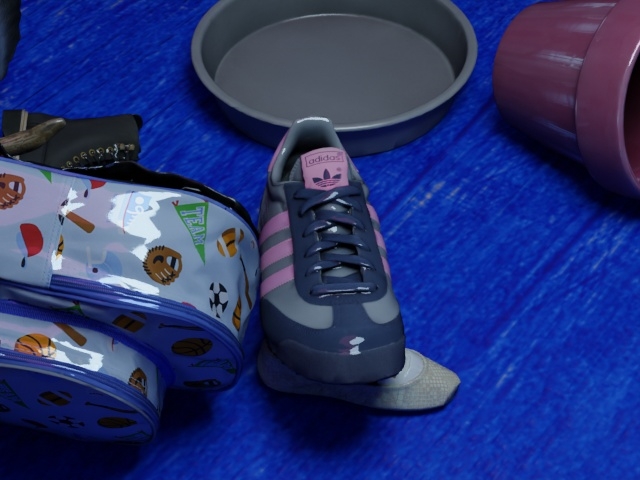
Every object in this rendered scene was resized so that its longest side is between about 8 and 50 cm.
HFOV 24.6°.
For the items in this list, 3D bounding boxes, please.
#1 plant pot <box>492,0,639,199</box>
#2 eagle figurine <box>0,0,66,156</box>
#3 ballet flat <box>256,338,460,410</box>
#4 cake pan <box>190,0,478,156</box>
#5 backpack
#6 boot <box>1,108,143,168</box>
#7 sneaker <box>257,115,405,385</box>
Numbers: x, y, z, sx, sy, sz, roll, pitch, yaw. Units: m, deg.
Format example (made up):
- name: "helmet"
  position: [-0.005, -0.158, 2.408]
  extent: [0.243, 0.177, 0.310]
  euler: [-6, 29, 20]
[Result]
- name: "plant pot"
  position: [0.270, -0.149, 1.386]
  extent: [0.201, 0.201, 0.180]
  euler: [-34, 36, -32]
- name: "eagle figurine"
  position: [-0.364, -0.118, 1.299]
  extent: [0.226, 0.225, 0.298]
  euler: [4, 31, -22]
- name: "ballet flat"
  position: [0.031, 0.104, 1.194]
  extent: [0.168, 0.052, 0.057]
  euler: [3, 42, 4]
- name: "cake pan"
  position: [0.014, -0.184, 1.515]
  extent: [0.293, 0.054, 0.293]
  euler: [0, 42, 0]
- name: "backpack"
  position: [-0.179, 0.040, 1.121]
  extent: [0.263, 0.276, 0.213]
  euler: [1, 74, 5]
- name: "boot"
  position: [-0.226, -0.064, 1.374]
  extent: [0.137, 0.077, 0.198]
  euler: [-3, 43, -11]
- name: "sneaker"
  position: [0.000, 0.000, 1.197]
  extent: [0.112, 0.131, 0.319]
  euler: [-3, 25, -11]
